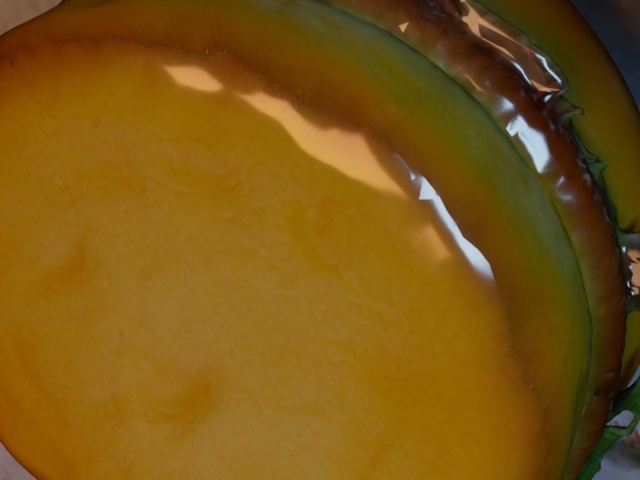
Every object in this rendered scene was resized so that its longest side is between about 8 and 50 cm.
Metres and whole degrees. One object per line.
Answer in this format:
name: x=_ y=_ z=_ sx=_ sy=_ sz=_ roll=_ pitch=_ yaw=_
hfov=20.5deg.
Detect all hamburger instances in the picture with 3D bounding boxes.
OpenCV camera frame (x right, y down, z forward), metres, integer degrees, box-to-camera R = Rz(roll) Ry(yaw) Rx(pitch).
hamburger: x=-0.001 y=-0.001 z=0.578 sx=0.246 sy=0.170 sz=0.246 roll=18 pitch=131 yaw=22
